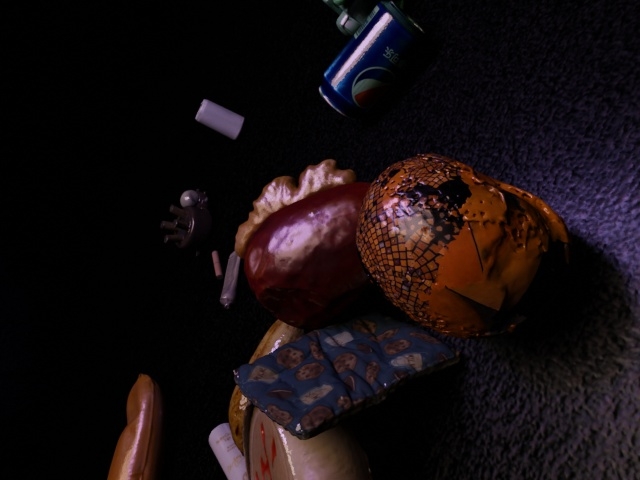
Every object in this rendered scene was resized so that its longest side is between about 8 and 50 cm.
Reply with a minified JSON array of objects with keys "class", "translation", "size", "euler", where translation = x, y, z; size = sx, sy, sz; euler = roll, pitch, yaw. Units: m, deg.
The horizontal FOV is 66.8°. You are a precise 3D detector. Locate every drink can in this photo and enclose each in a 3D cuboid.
[{"class":"drink can","translation":[0.095,-0.333,0.910],"size":[0.205,0.118,0.118],"euler":[-45,40,29]}]

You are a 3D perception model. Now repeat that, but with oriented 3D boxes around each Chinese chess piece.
[{"class":"Chinese chess piece","translation":[-0.026,0.314,0.642],"size":[0.250,0.103,0.249],"euler":[175,90,-65]}]

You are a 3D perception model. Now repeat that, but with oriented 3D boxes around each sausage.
[{"class":"sausage","translation":[-0.421,0.483,1.135],"size":[0.134,0.116,0.354],"euler":[-51,32,45]}]

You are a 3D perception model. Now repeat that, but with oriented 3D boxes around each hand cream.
[{"class":"hand cream","translation":[-0.212,0.089,1.160],"size":[0.057,0.037,0.165],"euler":[-36,38,37]}]

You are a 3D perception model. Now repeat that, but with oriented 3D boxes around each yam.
[{"class":"yam","translation":[0.045,0.231,0.699],"size":[0.068,0.068,0.169],"euler":[-43,42,30]}]

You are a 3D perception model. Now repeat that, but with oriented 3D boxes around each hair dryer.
[{"class":"hair dryer","translation":[-0.310,-0.384,1.488],"size":[0.073,0.131,0.236],"euler":[-61,21,14]}]

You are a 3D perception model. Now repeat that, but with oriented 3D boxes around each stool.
[{"class":"stool","translation":[-0.373,-0.063,1.379],"size":[0.125,0.121,0.217],"euler":[-25,57,46]}]

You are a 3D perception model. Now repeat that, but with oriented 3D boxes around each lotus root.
[{"class":"lotus root","translation":[-0.095,0.250,0.852],"size":[0.110,0.097,0.258],"euler":[1,68,56]}]

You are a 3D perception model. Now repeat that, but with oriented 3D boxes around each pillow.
[{"class":"pillow","translation":[0.030,0.159,0.631],"size":[0.189,0.256,0.034],"euler":[19,122,55]}]

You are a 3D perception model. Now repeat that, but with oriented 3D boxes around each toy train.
[{"class":"toy train","translation":[0.115,-0.546,0.980],"size":[0.266,0.145,0.202],"euler":[-50,35,22]}]

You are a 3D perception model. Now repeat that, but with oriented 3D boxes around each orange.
[{"class":"orange","translation":[0.151,0.002,0.545],"size":[0.234,0.234,0.182],"euler":[57,133,50]}]

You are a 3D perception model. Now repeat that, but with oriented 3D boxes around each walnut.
[{"class":"walnut","translation":[0.000,0.000,0.764],"size":[0.269,0.222,0.244],"euler":[-34,68,15]}]

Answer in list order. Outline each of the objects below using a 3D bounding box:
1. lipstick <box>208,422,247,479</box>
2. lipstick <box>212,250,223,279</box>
[{"class":"lipstick","translation":[-0.123,0.408,0.828],"size":[0.264,0.059,0.059],"euler":[27,93,55]},{"class":"lipstick","translation":[-0.265,0.063,1.246],"size":[0.019,0.019,0.094],"euler":[-50,38,23]}]
